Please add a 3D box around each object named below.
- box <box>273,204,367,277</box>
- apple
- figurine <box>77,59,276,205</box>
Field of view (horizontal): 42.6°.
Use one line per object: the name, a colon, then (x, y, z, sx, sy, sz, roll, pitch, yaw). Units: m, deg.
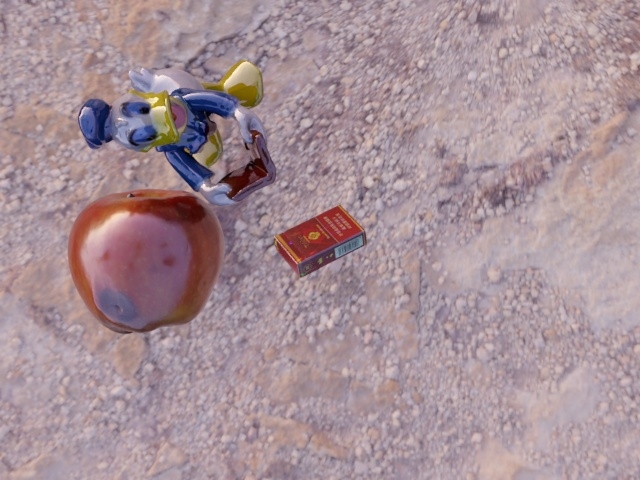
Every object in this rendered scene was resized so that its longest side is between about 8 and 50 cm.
box: (0.000, 0.000, 0.845, 0.082, 0.051, 0.023, -27, 135, -17)
apple: (-0.248, 0.032, 1.206, 0.230, 0.230, 0.230, 4, 111, 11)
figurine: (-0.200, -0.142, 1.164, 0.283, 0.338, 0.204, 42, 117, 24)
